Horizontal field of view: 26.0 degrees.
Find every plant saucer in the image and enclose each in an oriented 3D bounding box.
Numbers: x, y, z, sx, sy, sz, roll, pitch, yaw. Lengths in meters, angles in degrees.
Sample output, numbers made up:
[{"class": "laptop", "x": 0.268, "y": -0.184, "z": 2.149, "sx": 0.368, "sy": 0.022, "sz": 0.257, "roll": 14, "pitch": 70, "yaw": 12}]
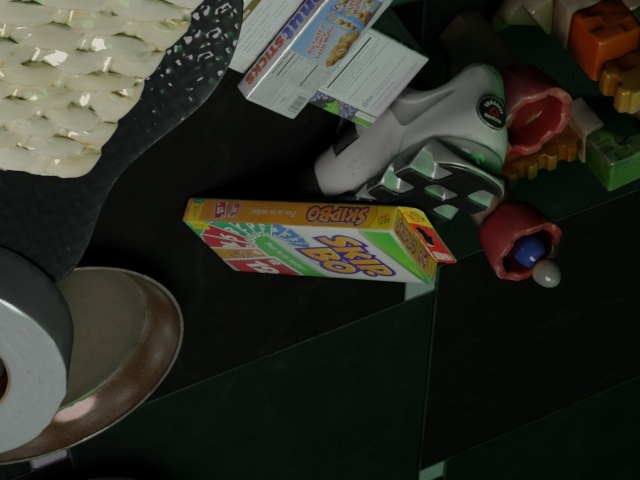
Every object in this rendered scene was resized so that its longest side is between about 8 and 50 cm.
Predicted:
[{"class": "plant saucer", "x": -0.297, "y": 0.123, "z": 1.467, "sx": 0.310, "sy": 0.050, "sz": 0.311, "roll": -20, "pitch": 142, "yaw": -16}]

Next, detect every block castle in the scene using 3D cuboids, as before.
[{"class": "block castle", "x": 0.363, "y": -0.157, "z": 1.483, "sx": 0.453, "sy": 0.213, "sz": 0.303, "roll": -23, "pitch": 144, "yaw": -11}]

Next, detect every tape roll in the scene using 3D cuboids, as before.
[{"class": "tape roll", "x": -0.343, "y": 0.103, "z": 1.293, "sx": 0.219, "sy": 0.072, "sz": 0.219, "roll": -1, "pitch": 127, "yaw": -2}]

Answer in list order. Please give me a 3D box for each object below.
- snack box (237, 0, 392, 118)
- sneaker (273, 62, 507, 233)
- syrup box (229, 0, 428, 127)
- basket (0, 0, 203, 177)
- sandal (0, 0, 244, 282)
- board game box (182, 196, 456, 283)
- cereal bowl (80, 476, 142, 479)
[{"class": "snack box", "x": 0.007, "y": -0.183, "z": 1.187, "sx": 0.064, "sy": 0.022, "sz": 0.178, "roll": 19, "pitch": 119, "yaw": -47}, {"class": "sneaker", "x": 0.074, "y": -0.085, "z": 1.393, "sx": 0.122, "sy": 0.146, "sz": 0.330, "roll": 27, "pitch": 154, "yaw": -31}, {"class": "syrup box", "x": -0.020, "y": -0.194, "z": 1.255, "sx": 0.237, "sy": 0.093, "sz": 0.096, "roll": 17, "pitch": 123, "yaw": -47}, {"class": "basket", "x": -0.242, "y": -0.239, "z": 0.869, "sx": 0.331, "sy": 0.266, "sz": 0.328, "roll": 6, "pitch": 130, "yaw": -51}, {"class": "sandal", "x": -0.211, "y": -0.125, "z": 1.188, "sx": 0.167, "sy": 0.107, "sz": 0.446, "roll": 23, "pitch": 136, "yaw": -21}, {"class": "board game box", "x": 0.000, "y": 0.000, "z": 1.414, "sx": 0.259, "sy": 0.039, "sz": 0.124, "roll": 1, "pitch": 154, "yaw": 25}, {"class": "cereal bowl", "x": -0.309, "y": 0.403, "z": 1.712, "sx": 0.339, "sy": 0.141, "sz": 0.339, "roll": -20, "pitch": 143, "yaw": -16}]
